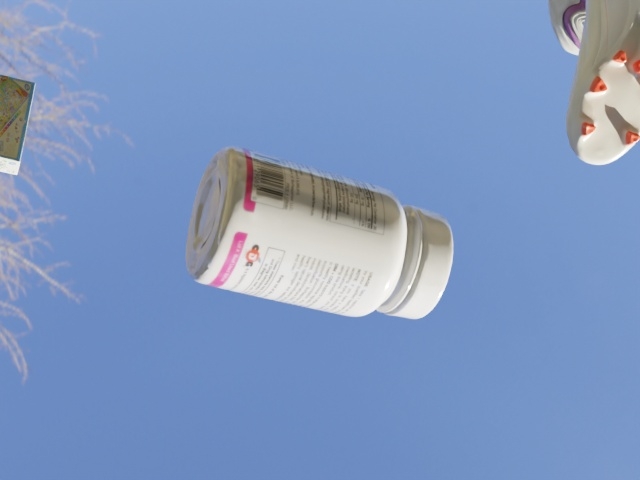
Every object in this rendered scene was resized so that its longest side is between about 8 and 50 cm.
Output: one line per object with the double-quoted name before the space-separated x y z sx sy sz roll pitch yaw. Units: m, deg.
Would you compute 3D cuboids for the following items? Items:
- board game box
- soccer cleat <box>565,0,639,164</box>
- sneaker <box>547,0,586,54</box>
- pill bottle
"board game box" -0.433 -0.159 1.210 0.104 0.026 0.154 13 -134 -19
"soccer cleat" 0.221 -0.153 0.684 0.068 0.196 0.076 9 -168 -10
"sneaker" 0.283 -0.319 0.869 0.114 0.152 0.305 13 -84 8
"pill bottle" 0.000 0.000 1.090 0.283 0.160 0.160 14 -131 -20
